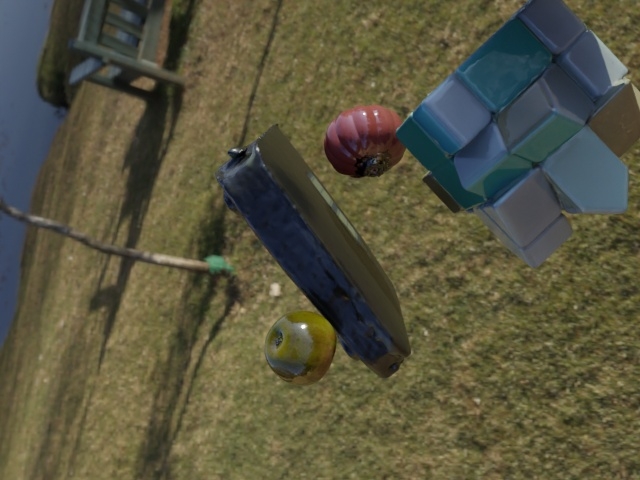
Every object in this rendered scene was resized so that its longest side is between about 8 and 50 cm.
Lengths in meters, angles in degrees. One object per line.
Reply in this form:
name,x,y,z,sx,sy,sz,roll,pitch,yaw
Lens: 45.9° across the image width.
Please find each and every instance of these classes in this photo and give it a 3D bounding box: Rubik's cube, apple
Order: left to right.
apple,-0.022,0.128,0.896,0.089,0.074,0.089,-33,46,42
Rubik's cube,0.223,-0.111,0.782,0.224,0.213,0.265,-43,0,-6

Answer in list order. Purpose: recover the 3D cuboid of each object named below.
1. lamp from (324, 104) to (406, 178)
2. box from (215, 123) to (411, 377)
lamp,0.058,-0.125,0.961,0.107,0.107,0.092,-43,49,40
box,0.000,0.000,1.058,0.091,0.350,0.359,-35,9,10
